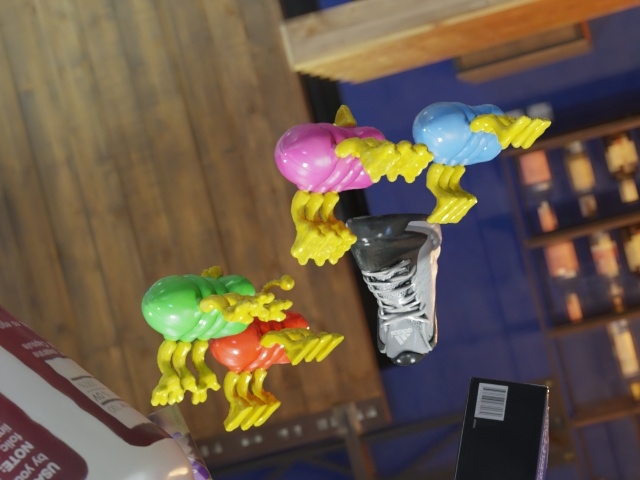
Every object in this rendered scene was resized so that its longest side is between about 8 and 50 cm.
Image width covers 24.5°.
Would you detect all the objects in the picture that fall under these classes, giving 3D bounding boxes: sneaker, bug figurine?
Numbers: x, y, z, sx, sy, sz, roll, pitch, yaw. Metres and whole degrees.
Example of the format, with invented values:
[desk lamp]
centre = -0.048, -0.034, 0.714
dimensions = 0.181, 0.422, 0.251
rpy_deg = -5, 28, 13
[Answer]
[sneaker]
centre = 0.079, 0.051, 1.394
dimensions = 0.086, 0.132, 0.228
rpy_deg = -4, 171, 13
[bug figurine]
centre = 0.000, 0.000, 0.874
dimensions = 0.279, 0.072, 0.216
rpy_deg = -46, 160, 19

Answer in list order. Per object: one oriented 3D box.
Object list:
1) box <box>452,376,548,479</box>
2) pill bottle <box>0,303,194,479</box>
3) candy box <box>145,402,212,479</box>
[box]
centre = 0.211, 0.323, 1.758
dimensions = 0.103, 0.261, 0.184
rpy_deg = 7, 148, 10
[pill bottle]
centre = -0.225, 0.170, 0.948
dimensions = 0.224, 0.392, 0.224
rpy_deg = -50, 166, -18
[candy box]
centre = -0.163, 0.233, 1.418
dimensions = 0.109, 0.053, 0.187
rpy_deg = -23, -159, -8
